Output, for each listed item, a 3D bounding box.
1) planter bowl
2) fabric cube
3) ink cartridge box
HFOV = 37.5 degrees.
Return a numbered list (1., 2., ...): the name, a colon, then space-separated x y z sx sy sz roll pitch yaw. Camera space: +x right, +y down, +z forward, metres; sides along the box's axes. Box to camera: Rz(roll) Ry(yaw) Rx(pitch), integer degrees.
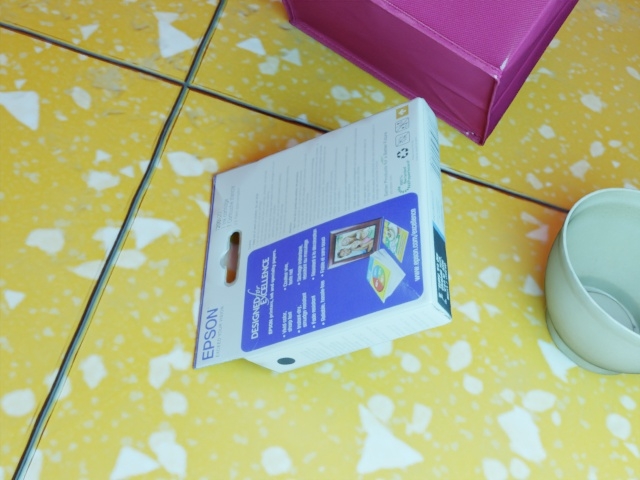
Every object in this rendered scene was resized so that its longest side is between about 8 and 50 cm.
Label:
1. planter bowl: 0.262 0.051 0.818 0.162 0.109 0.162 9 51 -11
2. fabric cube: 0.125 -0.281 0.871 0.254 0.259 0.258 33 89 8
3. ink cartridge box: 0.000 0.000 0.763 0.208 0.045 0.206 -18 49 24
